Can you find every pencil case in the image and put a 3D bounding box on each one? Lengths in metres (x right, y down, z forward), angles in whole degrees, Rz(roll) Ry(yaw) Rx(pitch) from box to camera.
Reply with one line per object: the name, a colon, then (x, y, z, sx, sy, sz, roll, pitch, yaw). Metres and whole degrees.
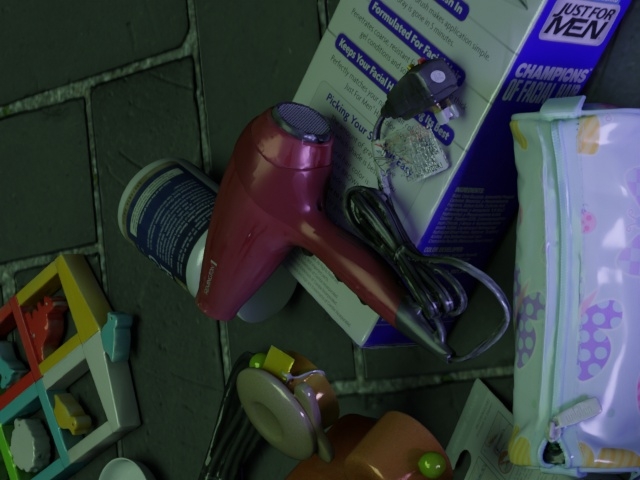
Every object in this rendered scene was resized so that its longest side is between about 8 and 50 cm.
pencil case: (0.190, 0.035, 1.270, 0.113, 0.124, 0.273, 1, 90, 45)

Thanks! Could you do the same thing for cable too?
cable: (-0.085, 0.241, 1.606, 0.139, 0.072, 0.287, -167, 94, -71)

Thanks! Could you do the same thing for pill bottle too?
pill bottle: (-0.098, 0.002, 1.571, 0.169, 0.094, 0.094, 37, 115, 38)

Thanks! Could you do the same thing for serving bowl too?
serving bowl: (-0.180, 0.250, 1.700, 0.083, 0.027, 0.083, -1, 89, 44)

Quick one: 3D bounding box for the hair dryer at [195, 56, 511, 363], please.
hair dryer: (0.000, 0.000, 1.339, 0.293, 0.080, 0.223, -18, 78, 44)

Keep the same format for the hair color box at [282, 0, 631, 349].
hair color box: (0.083, -0.104, 1.386, 0.185, 0.110, 0.339, 46, 122, 35)

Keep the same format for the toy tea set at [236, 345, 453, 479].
toy tea set: (0.089, 0.188, 1.345, 0.336, 0.124, 0.200, 29, 144, 38)

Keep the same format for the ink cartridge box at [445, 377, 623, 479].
ink cartridge box: (0.163, 0.245, 1.363, 0.232, 0.066, 0.189, 53, 127, 56)

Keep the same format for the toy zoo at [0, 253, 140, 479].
toy zoo: (-0.278, 0.144, 1.793, 0.293, 0.030, 0.192, -38, 65, 38)
